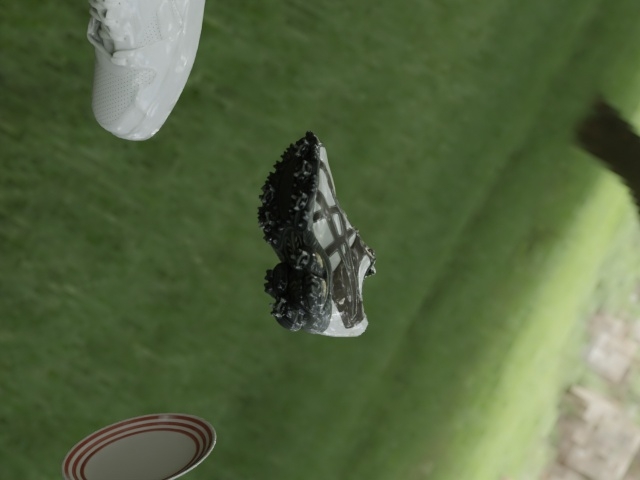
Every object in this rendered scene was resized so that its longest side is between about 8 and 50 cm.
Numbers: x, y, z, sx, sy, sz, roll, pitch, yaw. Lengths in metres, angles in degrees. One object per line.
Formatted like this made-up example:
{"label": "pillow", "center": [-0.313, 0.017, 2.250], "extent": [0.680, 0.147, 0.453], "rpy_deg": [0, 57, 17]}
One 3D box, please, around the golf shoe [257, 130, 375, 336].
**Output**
{"label": "golf shoe", "center": [0.000, 0.000, 1.684], "extent": [0.077, 0.094, 0.198], "rpy_deg": [-31, -132, 41]}

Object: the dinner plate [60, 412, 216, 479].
{"label": "dinner plate", "center": [-0.161, 0.193, 1.715], "extent": [0.141, 0.141, 0.017], "rpy_deg": [-51, 134, -60]}

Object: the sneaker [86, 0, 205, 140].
{"label": "sneaker", "center": [-0.178, -0.213, 1.562], "extent": [0.169, 0.108, 0.292], "rpy_deg": [-7, 126, -40]}
